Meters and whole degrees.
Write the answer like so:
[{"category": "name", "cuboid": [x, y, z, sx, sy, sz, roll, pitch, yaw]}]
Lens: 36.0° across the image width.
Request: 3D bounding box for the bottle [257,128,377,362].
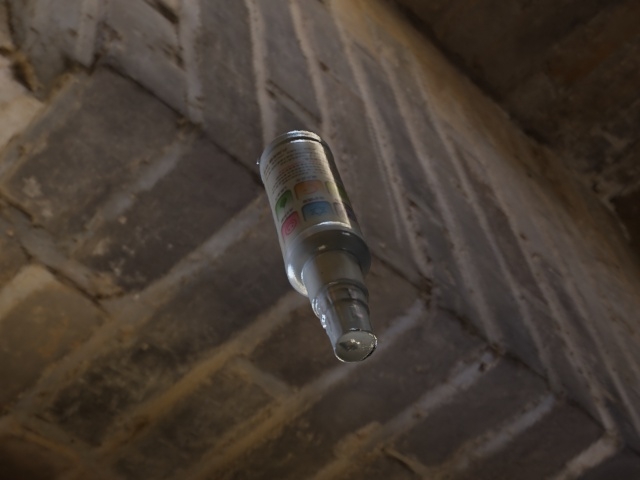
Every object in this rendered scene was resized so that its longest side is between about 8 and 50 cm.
[{"category": "bottle", "cuboid": [0.000, 0.000, 0.664, 0.060, 0.060, 0.217, -44, 31, 18]}]
